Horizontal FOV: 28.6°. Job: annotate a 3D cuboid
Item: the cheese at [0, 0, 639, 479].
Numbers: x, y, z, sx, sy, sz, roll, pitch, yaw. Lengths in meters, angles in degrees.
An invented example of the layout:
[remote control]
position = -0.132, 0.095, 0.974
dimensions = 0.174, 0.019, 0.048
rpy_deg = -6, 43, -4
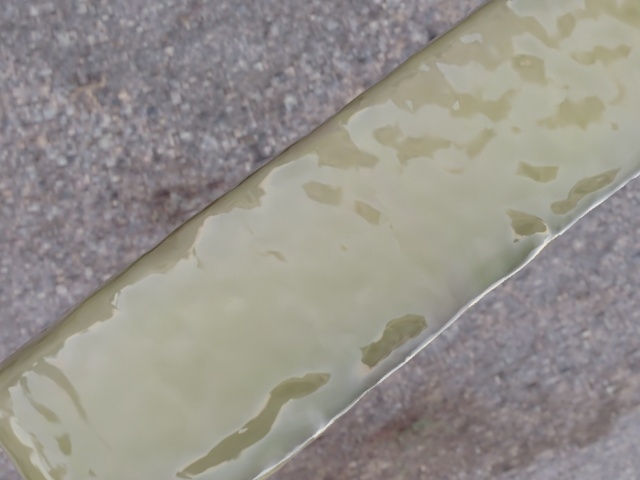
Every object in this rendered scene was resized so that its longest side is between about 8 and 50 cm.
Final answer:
[cheese]
position = -0.001, 0.001, 0.662
dimensions = 0.384, 0.104, 0.384
rpy_deg = -36, -175, 4
